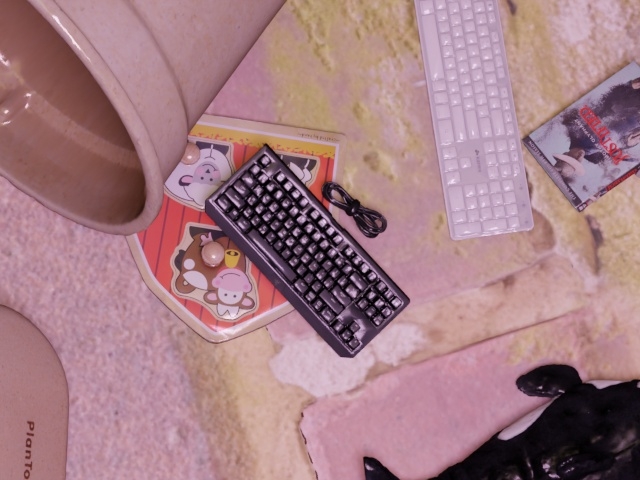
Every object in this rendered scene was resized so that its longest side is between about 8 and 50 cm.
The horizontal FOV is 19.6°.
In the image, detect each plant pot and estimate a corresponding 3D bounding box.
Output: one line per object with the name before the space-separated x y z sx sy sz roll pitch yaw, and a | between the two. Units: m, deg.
plant pot | -0.159 -0.229 1.470 0.334 0.334 0.305 40 67 5

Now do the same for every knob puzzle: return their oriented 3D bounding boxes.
knob puzzle | -0.074 -0.010 1.551 0.213 0.030 0.213 1 77 -4

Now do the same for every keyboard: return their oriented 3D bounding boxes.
keyboard | 0.000 0.000 1.538 0.108 0.023 0.180 -44 98 -12
keyboard | 0.129 -0.128 1.601 0.072 0.014 0.256 -7 77 -6

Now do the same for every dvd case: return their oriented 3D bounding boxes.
dvd case | 0.243 -0.089 1.572 0.119 0.013 0.087 -35 58 3

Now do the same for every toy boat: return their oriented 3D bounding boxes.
toy boat | -0.291 0.163 1.456 0.151 0.151 0.231 -5 76 25

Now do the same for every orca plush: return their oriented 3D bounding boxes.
orca plush | 0.178 0.169 1.490 0.287 0.102 0.151 -4 77 -5

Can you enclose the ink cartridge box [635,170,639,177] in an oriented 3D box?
ink cartridge box | 0.385 -0.055 1.586 0.207 0.046 0.097 26 76 2
